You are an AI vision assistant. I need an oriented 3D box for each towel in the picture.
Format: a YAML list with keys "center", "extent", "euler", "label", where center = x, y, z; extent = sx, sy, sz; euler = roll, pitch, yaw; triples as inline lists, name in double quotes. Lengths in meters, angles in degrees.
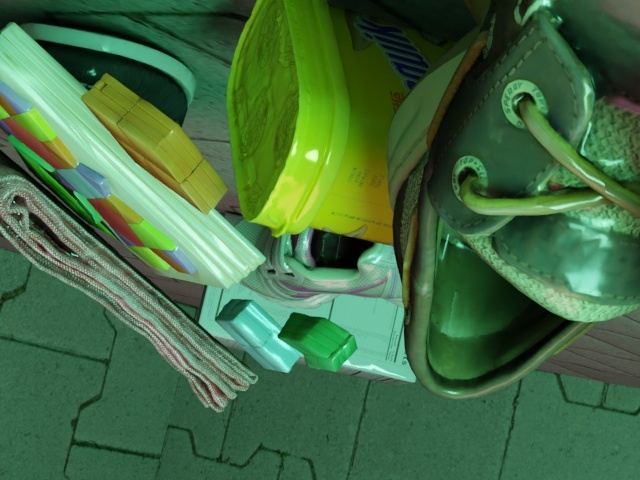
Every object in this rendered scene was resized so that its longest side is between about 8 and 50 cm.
- center: [-0.196, -0.023, 0.972]
  extent: [0.237, 0.037, 0.329]
  euler: [46, 173, -40]
  label: "towel"

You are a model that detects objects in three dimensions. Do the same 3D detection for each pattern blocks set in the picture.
- center: [-0.118, -0.039, 0.760]
  extent: [0.325, 0.026, 0.285]
  euler: [41, 166, -3]
  label: "pattern blocks set"

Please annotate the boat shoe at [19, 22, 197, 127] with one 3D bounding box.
- center: [-0.141, -0.067, 0.965]
  extent: [0.114, 0.091, 0.302]
  euler: [13, 173, 5]
  label: "boat shoe"

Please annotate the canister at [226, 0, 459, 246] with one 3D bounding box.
- center: [0.050, -0.046, 0.676]
  extent: [0.170, 0.073, 0.126]
  euler: [13, -141, -21]
  label: "canister"

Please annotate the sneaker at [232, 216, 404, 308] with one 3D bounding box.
- center: [0.000, 0.000, 1.274]
  extent: [0.252, 0.103, 0.111]
  euler: [-1, 161, 41]
  label: "sneaker"

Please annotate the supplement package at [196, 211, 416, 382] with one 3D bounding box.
- center: [-0.007, 0.070, 1.631]
  extent: [0.244, 0.139, 0.134]
  euler: [15, 172, -5]
  label: "supplement package"

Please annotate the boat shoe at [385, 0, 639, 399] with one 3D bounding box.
- center: [0.092, -0.032, 0.442]
  extent: [0.123, 0.123, 0.342]
  euler: [16, 156, -11]
  label: "boat shoe"

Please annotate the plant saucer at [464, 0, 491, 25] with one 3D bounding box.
- center: [0.149, -0.077, 0.569]
  extent: [0.200, 0.037, 0.200]
  euler: [13, 174, 1]
  label: "plant saucer"
